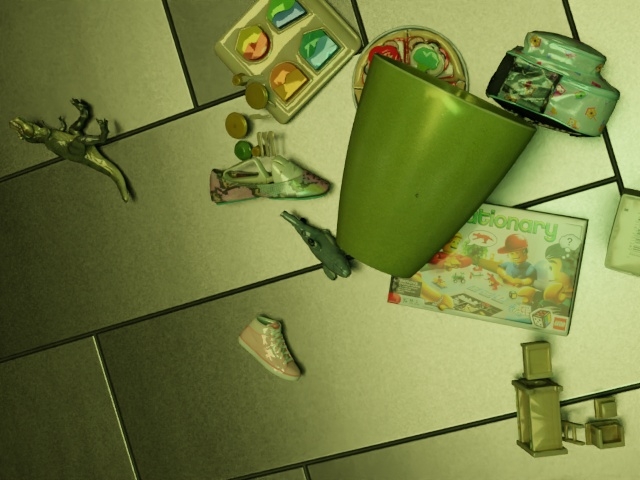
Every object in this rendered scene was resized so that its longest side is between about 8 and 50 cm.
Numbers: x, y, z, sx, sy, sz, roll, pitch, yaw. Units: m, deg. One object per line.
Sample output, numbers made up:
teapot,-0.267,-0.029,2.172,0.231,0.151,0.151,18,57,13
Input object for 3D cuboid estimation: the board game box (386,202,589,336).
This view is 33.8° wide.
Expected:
board game box,0.274,0.035,1.745,0.305,0.053,0.193,10,97,16

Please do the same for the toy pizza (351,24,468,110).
toy pizza,0.147,-0.260,1.769,0.201,0.032,0.201,2,95,17

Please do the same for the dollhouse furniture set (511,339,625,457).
dollhouse furniture set,0.403,0.246,1.724,0.160,0.101,0.182,-5,93,-7

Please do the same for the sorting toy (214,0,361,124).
sorting toy,-0.061,-0.337,1.823,0.208,0.038,0.193,-44,82,16

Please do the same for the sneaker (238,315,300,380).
sneaker,-0.080,0.187,1.868,0.134,0.051,0.070,38,110,15

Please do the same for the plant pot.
plant pot,0.147,-0.100,1.638,0.274,0.275,0.294,28,103,13

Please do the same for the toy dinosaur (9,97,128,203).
toy dinosaur,-0.442,-0.186,1.945,0.268,0.064,0.118,30,109,10

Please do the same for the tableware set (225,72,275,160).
tableware set,-0.124,-0.217,1.848,0.104,0.024,0.154,-2,104,33

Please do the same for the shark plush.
shark plush,0.000,0.000,1.819,0.073,0.067,0.161,-38,84,17

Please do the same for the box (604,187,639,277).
box,0.480,-0.013,1.561,0.094,0.275,0.113,15,100,15

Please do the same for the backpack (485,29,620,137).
backpack,0.372,-0.241,1.633,0.188,0.166,0.144,33,108,9

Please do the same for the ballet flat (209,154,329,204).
ballet flat,-0.096,-0.107,1.832,0.221,0.077,0.079,-3,112,20
